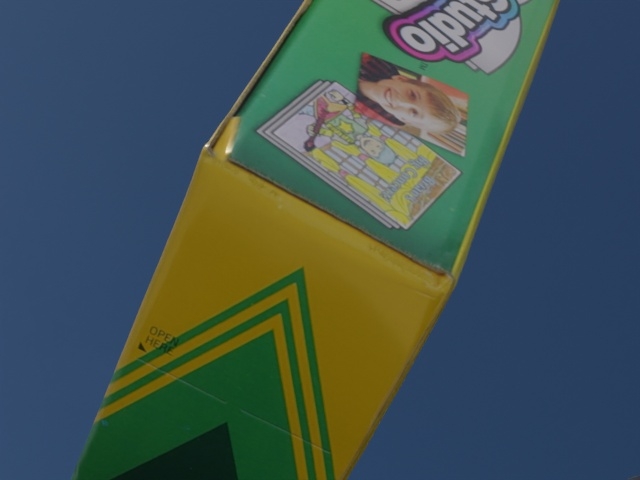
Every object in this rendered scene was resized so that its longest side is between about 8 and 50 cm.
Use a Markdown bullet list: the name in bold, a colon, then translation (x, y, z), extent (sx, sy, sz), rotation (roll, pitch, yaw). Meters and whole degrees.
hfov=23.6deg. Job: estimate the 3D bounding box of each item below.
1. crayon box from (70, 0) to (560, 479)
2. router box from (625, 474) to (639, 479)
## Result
- **crayon box**: translation (0.000, 0.000, 0.729), extent (0.106, 0.363, 0.313), rotation (26, -52, 1)
- **router box**: translation (0.270, 0.339, 1.005), extent (0.243, 0.309, 0.081), rotation (37, -33, -14)
